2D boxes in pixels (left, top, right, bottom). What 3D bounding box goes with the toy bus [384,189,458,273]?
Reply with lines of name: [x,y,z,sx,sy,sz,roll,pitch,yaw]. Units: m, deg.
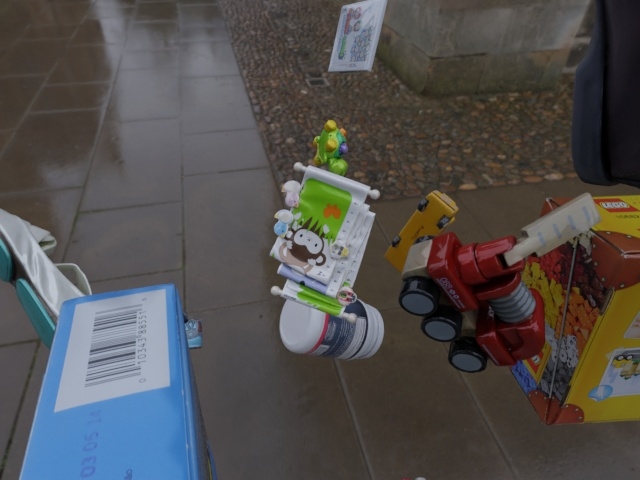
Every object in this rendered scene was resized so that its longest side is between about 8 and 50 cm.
toy bus: [0.352,-0.024,1.428,0.130,0.332,0.108,-22,61,-44]

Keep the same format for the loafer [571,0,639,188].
loafer: [0.212,-0.163,0.230,0.109,0.302,0.095,-33,34,-21]

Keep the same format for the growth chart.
growth chart: [0.000,0.000,0.672,0.172,0.236,0.021,13,1,10]

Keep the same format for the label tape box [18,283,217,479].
label tape box: [-0.152,0.246,0.378,0.106,0.333,0.240,-9,36,-17]

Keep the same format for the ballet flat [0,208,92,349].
ballet flat: [-0.607,0.059,0.883,0.139,0.139,0.400,-36,80,-34]

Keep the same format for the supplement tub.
supplement tub: [0.035,0.252,1.225,0.273,0.191,0.191,19,30,-35]

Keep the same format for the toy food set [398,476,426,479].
toy food set: [0.165,0.537,0.852,0.111,0.232,0.104,-14,32,16]

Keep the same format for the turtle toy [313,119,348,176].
turtle toy: [0.029,-0.206,0.948,0.066,0.095,0.130,5,71,-23]

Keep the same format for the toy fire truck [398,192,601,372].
toy fire truck: [0.271,0.058,0.585,0.247,0.217,0.158,-22,28,40]

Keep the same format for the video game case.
video game case: [0.083,-0.476,0.967,0.019,0.157,0.143,4,14,-39]

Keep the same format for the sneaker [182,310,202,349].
sneaker: [-0.514,0.305,1.453,0.262,0.104,0.125,4,82,24]

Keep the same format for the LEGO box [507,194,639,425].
LEGO box: [0.637,0.120,0.726,0.502,0.371,0.193,-2,30,-3]
